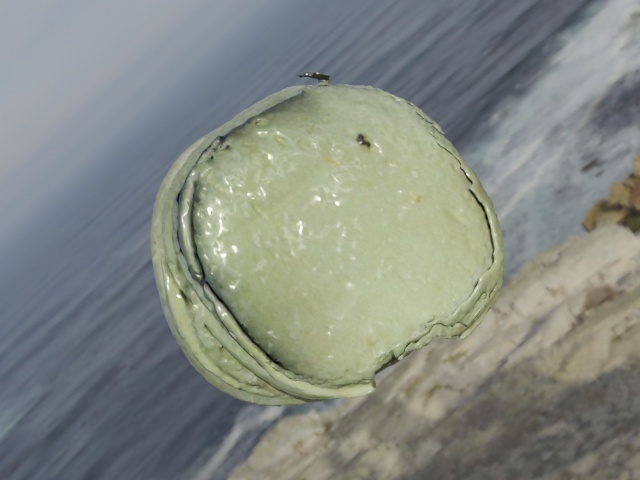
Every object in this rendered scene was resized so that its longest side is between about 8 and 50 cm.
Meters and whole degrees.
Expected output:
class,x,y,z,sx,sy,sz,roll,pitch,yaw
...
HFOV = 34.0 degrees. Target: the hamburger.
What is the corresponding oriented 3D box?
class,x,y,z,sx,sy,sz,roll,pitch,yaw
hamburger,0.000,0.000,0.439,0.140,0.133,0.062,-17,-7,-15
